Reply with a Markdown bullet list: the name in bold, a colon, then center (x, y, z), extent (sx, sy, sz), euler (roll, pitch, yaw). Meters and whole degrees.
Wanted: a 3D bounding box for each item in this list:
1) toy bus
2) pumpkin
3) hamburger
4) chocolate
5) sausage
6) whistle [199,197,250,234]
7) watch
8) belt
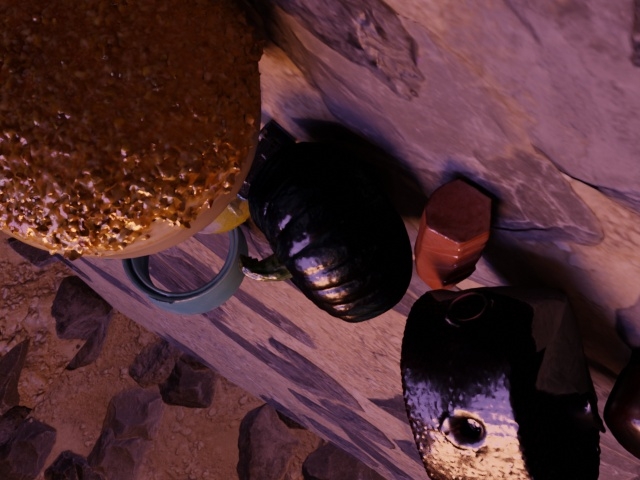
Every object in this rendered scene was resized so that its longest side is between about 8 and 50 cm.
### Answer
- **toy bus**: center (-0.067, -0.081, 1.094), extent (0.038, 0.083, 0.046), euler (42, 167, -13)
- **pumpkin**: center (0.011, -0.008, 1.025), extent (0.194, 0.150, 0.194), euler (27, -174, -3)
- **hamburger**: center (-0.188, -0.118, 0.884), extent (0.294, 0.275, 0.179), euler (14, 172, 14)
- **chocolate**: center (0.315, 0.168, 0.997), extent (0.125, 0.080, 0.149), euler (18, 158, 51)
- **sausage**: center (0.120, 0.002, 0.971), extent (0.065, 0.065, 0.169), euler (34, 165, 11)
- **whistle**: center (-0.152, -0.080, 1.258), extent (0.223, 0.123, 0.123), euler (43, 174, 46)
- **watch**: center (-0.208, 0.013, 1.504), extent (0.193, 0.211, 0.211), euler (51, 170, 17)
- **belt**: center (0.191, 0.163, 1.004), extent (0.164, 0.184, 0.289), euler (2, 133, 33)
